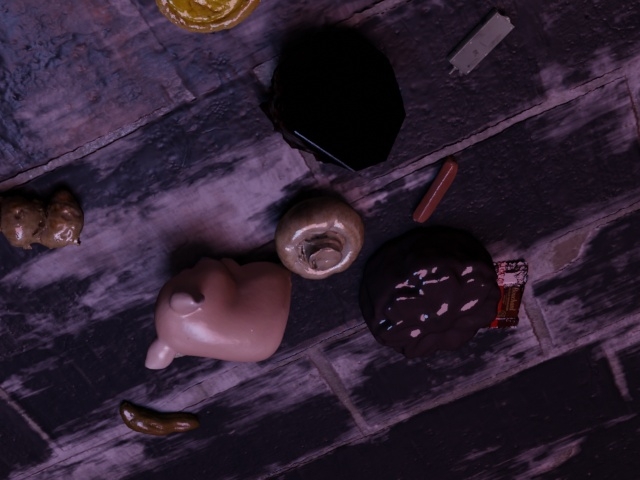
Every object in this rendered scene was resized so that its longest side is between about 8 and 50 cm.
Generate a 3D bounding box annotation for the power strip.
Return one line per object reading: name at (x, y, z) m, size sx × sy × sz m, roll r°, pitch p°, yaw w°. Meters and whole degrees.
power strip at (0.262, -0.327, 1.731) m, size 0.051 × 0.019 × 0.136 m, roll 27°, pitch 119°, yaw -34°

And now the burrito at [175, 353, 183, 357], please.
burrito at (-0.219, 0.189, 2.034) m, size 0.171 × 0.042 × 0.051 m, roll -15°, pitch 103°, yaw -8°

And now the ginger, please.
ginger at (-0.502, -0.038, 1.741) m, size 0.204 × 0.080 × 0.104 m, roll 2°, pitch 97°, yaw -17°

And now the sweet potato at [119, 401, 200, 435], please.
sweet potato at (-0.338, 0.382, 2.167) m, size 0.182 × 0.054 × 0.053 m, roll 14°, pitch 134°, yaw -28°

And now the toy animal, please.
toy animal at (-0.174, 0.116, 1.870) m, size 0.256 × 0.213 × 0.195 m, roll 9°, pitch 131°, yaw -22°

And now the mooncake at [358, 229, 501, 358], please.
mooncake at (0.219, 0.114, 2.026) m, size 0.283 × 0.141 × 0.283 m, roll -8°, pitch 134°, yaw -8°

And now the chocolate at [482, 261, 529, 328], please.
chocolate at (0.381, 0.115, 2.144) m, size 0.086 × 0.028 × 0.182 m, roll -3°, pitch 130°, yaw -2°

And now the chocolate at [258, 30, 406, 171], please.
chocolate at (-0.003, -0.224, 1.698) m, size 0.224 × 0.206 × 0.177 m, roll 32°, pitch 161°, yaw -24°

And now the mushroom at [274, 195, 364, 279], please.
mushroom at (0.000, 0.000, 1.875) m, size 0.166 × 0.127 × 0.166 m, roll -7°, pitch 139°, yaw -7°

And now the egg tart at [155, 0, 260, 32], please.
egg tart at (-0.165, -0.400, 1.517) m, size 0.191 × 0.074 × 0.191 m, roll -7°, pitch 130°, yaw -9°

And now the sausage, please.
sausage at (0.212, -0.091, 1.916) m, size 0.035 × 0.030 × 0.147 m, roll 12°, pitch 126°, yaw -23°
